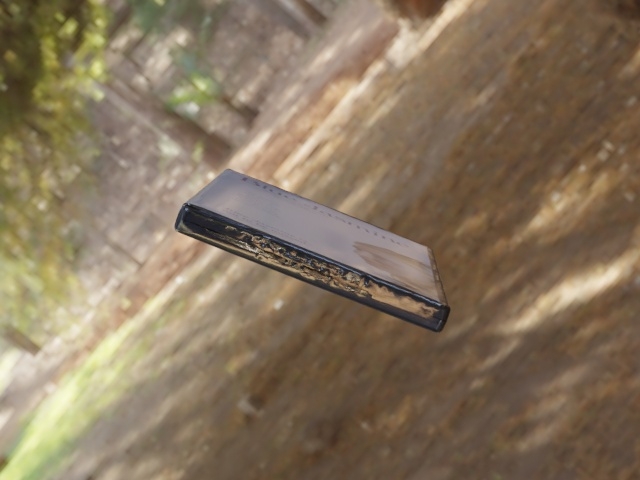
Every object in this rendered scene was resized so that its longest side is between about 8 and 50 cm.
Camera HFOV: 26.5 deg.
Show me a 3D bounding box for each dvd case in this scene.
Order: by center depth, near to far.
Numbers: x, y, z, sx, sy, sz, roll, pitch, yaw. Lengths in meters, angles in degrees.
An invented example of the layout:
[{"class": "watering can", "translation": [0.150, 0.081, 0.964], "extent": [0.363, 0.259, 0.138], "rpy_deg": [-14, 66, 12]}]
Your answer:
[{"class": "dvd case", "translation": [0.000, 0.000, 0.962], "extent": [0.253, 0.180, 0.022], "rpy_deg": [-75, 6, -82]}]
